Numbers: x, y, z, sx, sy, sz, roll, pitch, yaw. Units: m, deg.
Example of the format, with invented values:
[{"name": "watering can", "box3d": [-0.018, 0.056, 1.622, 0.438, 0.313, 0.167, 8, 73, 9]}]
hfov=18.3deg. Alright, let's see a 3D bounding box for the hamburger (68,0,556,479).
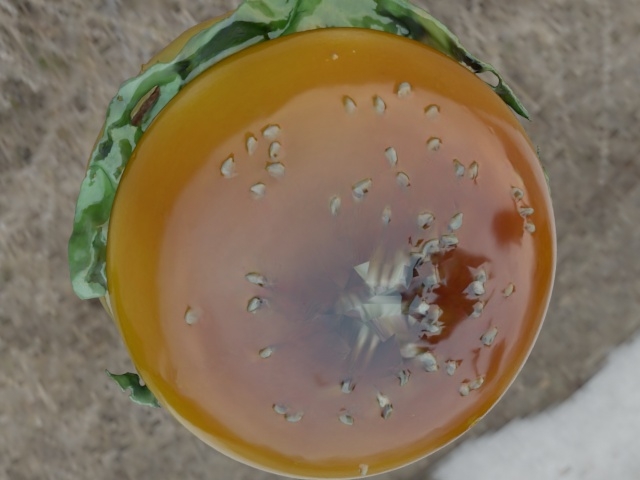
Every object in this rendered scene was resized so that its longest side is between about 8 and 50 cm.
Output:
[{"name": "hamburger", "box3d": [0.000, 0.002, 0.955, 0.246, 0.170, 0.246, -4, 110, -13]}]
